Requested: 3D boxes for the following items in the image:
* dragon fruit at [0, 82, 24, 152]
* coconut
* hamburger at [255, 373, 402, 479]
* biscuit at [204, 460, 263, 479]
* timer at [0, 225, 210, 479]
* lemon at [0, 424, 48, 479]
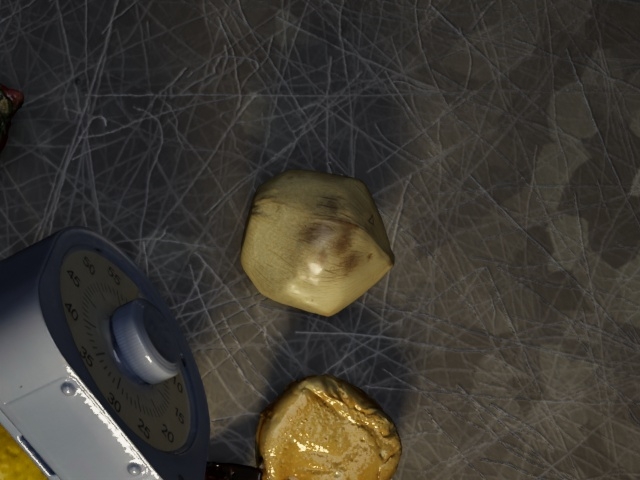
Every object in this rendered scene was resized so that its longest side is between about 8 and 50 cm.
[{"bbox_3d":[-0.535,-0.125,1.739,0.200,0.198,0.269,15,73,38],"label":"dragon fruit"},{"bbox_3d":[0.000,0.000,1.798,0.224,0.224,0.224,1,82,-8],"label":"coconut"},{"bbox_3d":[0.008,0.294,1.799,0.214,0.108,0.213,1,82,-7],"label":"hamburger"},{"bbox_3d":[-0.174,0.424,1.767,0.151,0.063,0.235,11,81,8],"label":"biscuit"},{"bbox_3d":[-0.282,0.152,1.656,0.173,0.395,0.395,-28,86,15],"label":"timer"},{"bbox_3d":[-0.502,0.279,1.632,0.336,0.336,0.336,1,82,-8],"label":"lemon"}]
